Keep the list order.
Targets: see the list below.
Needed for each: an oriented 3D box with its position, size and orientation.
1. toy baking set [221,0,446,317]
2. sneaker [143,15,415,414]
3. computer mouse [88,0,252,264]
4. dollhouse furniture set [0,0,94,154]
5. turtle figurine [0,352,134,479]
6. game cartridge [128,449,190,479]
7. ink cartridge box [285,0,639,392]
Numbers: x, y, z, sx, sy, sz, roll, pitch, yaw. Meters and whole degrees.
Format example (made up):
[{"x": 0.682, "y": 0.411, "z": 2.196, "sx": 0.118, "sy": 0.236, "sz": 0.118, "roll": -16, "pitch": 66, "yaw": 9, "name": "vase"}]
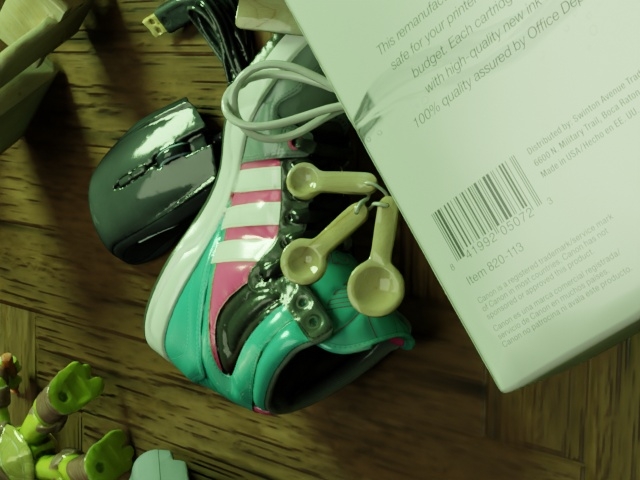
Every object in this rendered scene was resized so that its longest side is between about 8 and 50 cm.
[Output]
[{"x": 0.044, "y": -0.071, "z": 0.851, "sx": 0.197, "sy": 0.030, "sz": 0.256, "roll": -21, "pitch": 78, "yaw": 8, "name": "toy baking set"}, {"x": 0.000, "y": 0.000, "z": 0.924, "sx": 0.178, "sy": 0.124, "sz": 0.295, "roll": 38, "pitch": 114, "yaw": 32, "name": "sneaker"}, {"x": -0.136, "y": -0.093, "z": 1.112, "sx": 0.262, "sy": 0.060, "sz": 0.184, "roll": -28, "pitch": 74, "yaw": 46, "name": "computer mouse"}, {"x": -0.427, "y": -0.208, "z": 1.217, "sx": 0.355, "sy": 0.174, "sz": 0.303, "roll": 40, "pitch": 132, "yaw": -2, "name": "dollhouse furniture set"}, {"x": -0.274, "y": 0.186, "z": 1.277, "sx": 0.217, "sy": 0.087, "sz": 0.269, "roll": -31, "pitch": 71, "yaw": 46, "name": "turtle figurine"}, {"x": -0.131, "y": 0.338, "z": 1.090, "sx": 0.198, "sy": 0.062, "sz": 0.297, "roll": -117, "pitch": 29, "yaw": -80, "name": "game cartridge"}, {"x": 0.128, "y": -0.095, "z": 0.722, "sx": 0.207, "sy": 0.117, "sz": 0.283, "roll": -36, "pitch": 75, "yaw": 35, "name": "ink cartridge box"}]
